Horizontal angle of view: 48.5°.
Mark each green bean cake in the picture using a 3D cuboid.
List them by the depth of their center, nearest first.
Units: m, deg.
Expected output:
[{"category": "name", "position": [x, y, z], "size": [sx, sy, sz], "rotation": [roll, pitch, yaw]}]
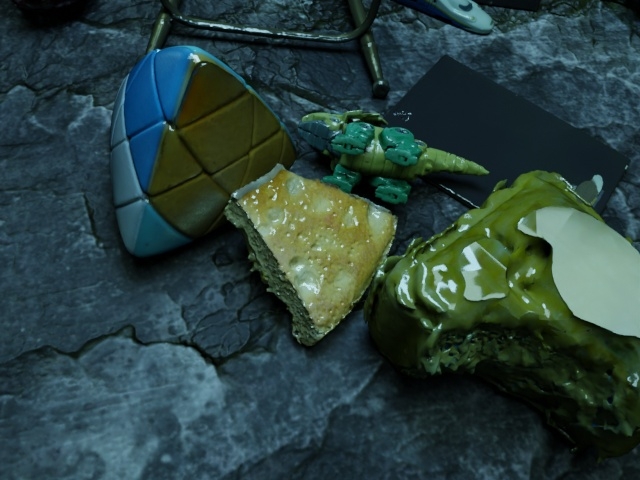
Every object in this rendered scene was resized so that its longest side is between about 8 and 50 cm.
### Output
[{"category": "green bean cake", "position": [0.232, 0.087, 0.745], "size": [0.285, 0.202, 0.310], "rotation": [-34, 68, -27]}]

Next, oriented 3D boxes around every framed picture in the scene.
[{"category": "framed picture", "position": [0.257, -0.128, 1.010], "size": [0.323, 0.013, 0.244], "rotation": [34, 57, 12]}]

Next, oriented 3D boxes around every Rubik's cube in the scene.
[{"category": "Rubik's cube", "position": [-0.147, -0.132, 0.860], "size": [0.254, 0.254, 0.255], "rotation": [5, 55, -8]}]

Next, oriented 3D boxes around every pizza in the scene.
[{"category": "pizza", "position": [-0.008, -0.003, 0.839], "size": [0.204, 0.080, 0.188], "rotation": [-39, 94, -36]}]

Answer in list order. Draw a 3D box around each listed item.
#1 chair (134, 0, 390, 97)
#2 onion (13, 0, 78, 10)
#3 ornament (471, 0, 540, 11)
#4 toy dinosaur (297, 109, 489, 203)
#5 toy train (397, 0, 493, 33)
[{"category": "chair", "position": [-0.060, -0.489, 0.993], "size": [0.361, 0.365, 0.410], "rotation": [4, 52, -9]}, {"category": "onion", "position": [-0.386, -0.433, 0.962], "size": [0.139, 0.218, 0.195], "rotation": [-18, 51, -20]}, {"category": "ornament", "position": [0.298, -0.518, 1.214], "size": [0.166, 0.153, 0.196], "rotation": [5, 46, -9]}, {"category": "toy dinosaur", "position": [0.093, -0.105, 0.906], "size": [0.259, 0.094, 0.153], "rotation": [15, 30, 0]}, {"category": "toy train", "position": [0.178, -0.404, 1.157], "size": [0.233, 0.051, 0.052], "rotation": [25, 59, 6]}]
